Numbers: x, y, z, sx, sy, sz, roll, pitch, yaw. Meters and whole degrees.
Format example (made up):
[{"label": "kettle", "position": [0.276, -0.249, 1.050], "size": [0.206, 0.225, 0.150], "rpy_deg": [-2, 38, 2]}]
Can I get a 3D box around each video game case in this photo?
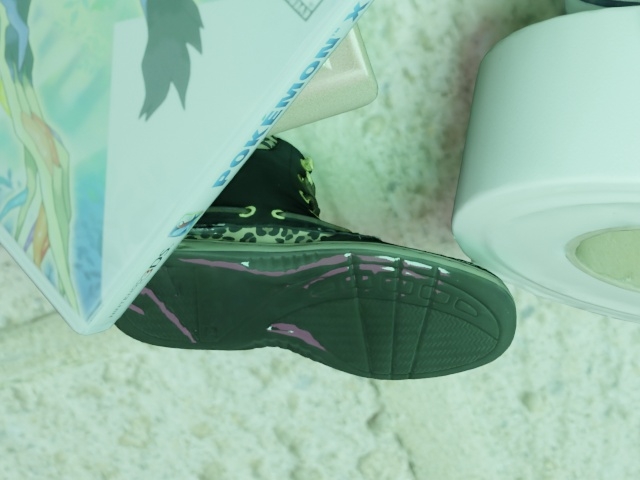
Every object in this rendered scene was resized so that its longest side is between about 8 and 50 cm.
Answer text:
[{"label": "video game case", "position": [-0.144, -0.166, 0.973], "size": [0.329, 0.036, 0.300], "rpy_deg": [47, 116, 15]}]

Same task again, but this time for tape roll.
[{"label": "tape roll", "position": [0.218, -0.028, 1.010], "size": [0.286, 0.100, 0.286], "rpy_deg": [10, 165, 3]}]

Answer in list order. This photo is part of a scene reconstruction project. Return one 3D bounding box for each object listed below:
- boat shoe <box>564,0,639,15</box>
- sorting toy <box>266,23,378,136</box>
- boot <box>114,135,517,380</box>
[{"label": "boat shoe", "position": [0.306, -0.210, 0.977], "size": [0.367, 0.136, 0.156], "rpy_deg": [-12, 119, 6]}, {"label": "sorting toy", "position": [-0.076, -0.149, 1.063], "size": [0.348, 0.047, 0.196], "rpy_deg": [-16, 106, 12]}, {"label": "boot", "position": [-0.001, -0.002, 1.079], "size": [0.236, 0.178, 0.085], "rpy_deg": [5, 119, 2]}]
